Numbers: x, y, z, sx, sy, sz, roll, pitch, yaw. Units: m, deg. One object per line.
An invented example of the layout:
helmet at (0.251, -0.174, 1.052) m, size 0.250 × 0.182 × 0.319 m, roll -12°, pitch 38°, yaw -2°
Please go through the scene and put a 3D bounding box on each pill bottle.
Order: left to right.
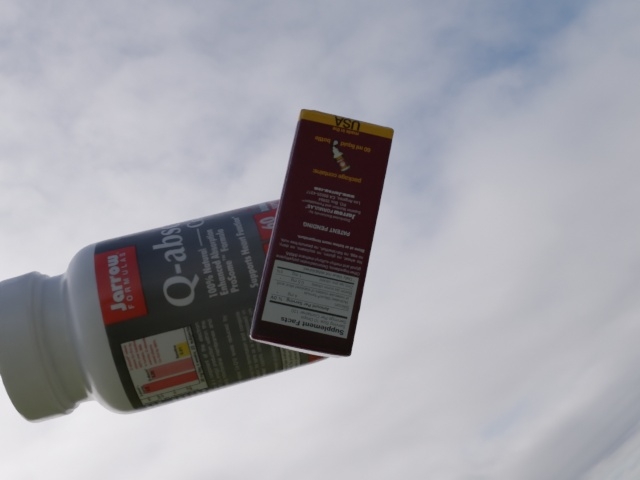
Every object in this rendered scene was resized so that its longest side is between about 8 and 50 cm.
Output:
pill bottle at (-0.176, 0.087, 0.783) m, size 0.363 × 0.210 × 0.210 m, roll -14°, pitch -41°, yaw -10°

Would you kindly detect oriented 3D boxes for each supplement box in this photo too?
supplement box at (0.000, 0.000, 0.549) m, size 0.104 × 0.081 × 0.188 m, roll 110°, pitch 171°, yaw -79°
